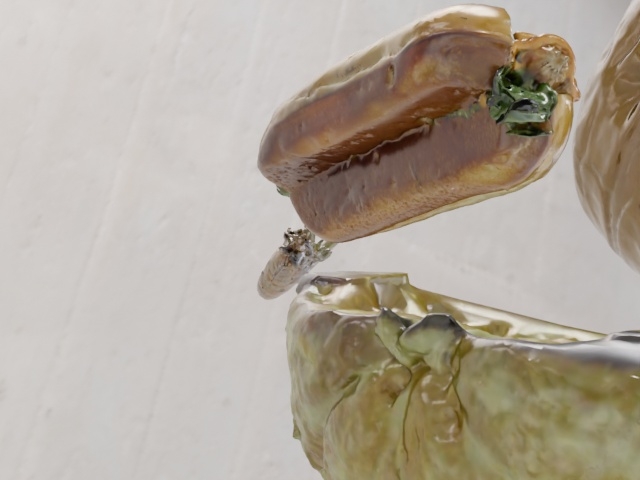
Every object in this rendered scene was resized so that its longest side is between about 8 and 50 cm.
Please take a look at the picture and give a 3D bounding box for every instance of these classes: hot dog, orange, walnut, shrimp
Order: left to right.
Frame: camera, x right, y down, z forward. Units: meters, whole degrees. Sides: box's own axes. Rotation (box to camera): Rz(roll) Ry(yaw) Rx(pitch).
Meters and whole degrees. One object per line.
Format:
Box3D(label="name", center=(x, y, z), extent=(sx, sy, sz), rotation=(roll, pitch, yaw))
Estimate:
Box3D(label="shrimp", center=(0.001, 0.001, 1.310), extent=(0.124, 0.178, 0.034), rotation=(-37, 81, -17))
Box3D(label="hot dog", center=(0.035, -0.044, 0.585), extent=(0.055, 0.188, 0.072), rotation=(-42, 102, -29))
Box3D(label="orange", center=(0.139, 0.133, 0.922), extent=(0.271, 0.368, 0.210), rotation=(1, 92, -42))
Box3D(label="walnut", center=(0.424, -0.120, 1.454), extent=(0.354, 0.398, 0.308), rotation=(41, 23, 32))
